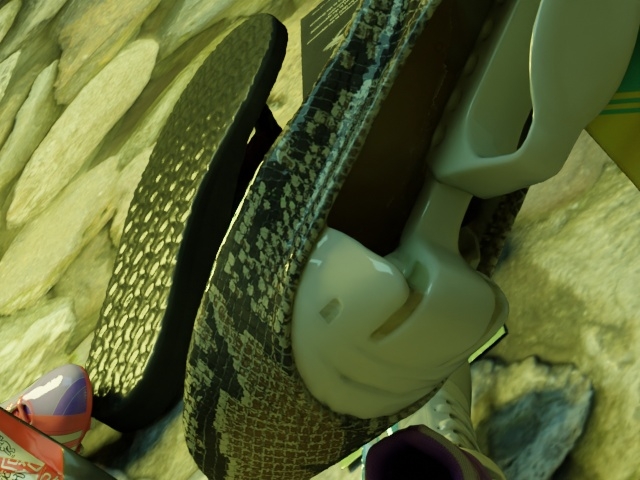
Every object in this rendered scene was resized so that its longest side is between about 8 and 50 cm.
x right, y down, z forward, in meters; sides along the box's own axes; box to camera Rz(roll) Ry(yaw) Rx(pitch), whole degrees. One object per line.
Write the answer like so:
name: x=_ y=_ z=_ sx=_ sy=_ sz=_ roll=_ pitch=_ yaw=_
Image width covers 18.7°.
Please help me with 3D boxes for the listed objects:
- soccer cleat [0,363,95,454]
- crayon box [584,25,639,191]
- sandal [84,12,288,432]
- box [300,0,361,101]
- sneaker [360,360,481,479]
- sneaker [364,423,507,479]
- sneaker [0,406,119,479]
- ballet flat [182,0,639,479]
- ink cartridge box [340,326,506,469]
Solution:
soccer cleat: x=-0.292 y=0.182 z=1.820 sx=0.248 sy=0.095 sz=0.083 roll=-37 pitch=56 yaw=49
crayon box: x=0.243 y=-0.027 z=1.121 sx=0.083 sy=0.203 sz=0.323 roll=-44 pitch=23 yaw=8
sandal: x=-0.113 y=-0.013 z=1.889 sx=0.167 sy=0.107 sz=0.446 roll=-12 pitch=54 yaw=52
box: x=0.070 y=-0.173 z=1.785 sx=0.153 sy=0.108 sz=0.207 roll=-38 pitch=25 yaw=21
sneaker: x=0.077 y=0.154 z=1.292 sx=0.092 sy=0.087 sz=0.229 roll=-20 pitch=42 yaw=36
sneaker: x=0.072 y=0.203 z=1.118 sx=0.095 sy=0.104 sz=0.236 roll=-22 pitch=49 yaw=11
sneaker: x=-0.309 y=0.216 z=1.711 sx=0.270 sy=0.090 sz=0.145 roll=27 pitch=79 yaw=25
ballet flat: x=0.069 y=-0.050 z=1.086 sx=0.182 sy=0.164 sz=0.483 roll=33 pitch=99 yaw=55
ink cartridge box: x=0.046 y=0.056 z=1.533 sx=0.171 sy=0.056 sz=0.235 roll=-42 pitch=21 yaw=12
